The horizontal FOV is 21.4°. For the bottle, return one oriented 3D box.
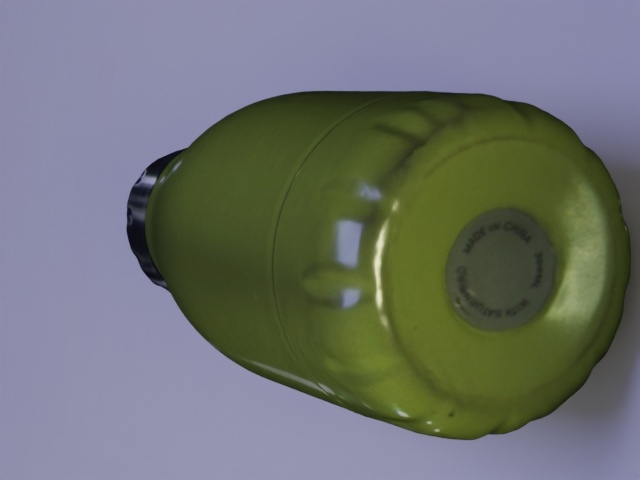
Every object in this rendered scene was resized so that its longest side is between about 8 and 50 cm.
[{"bbox_3d":[0.000,0.000,0.628,0.260,0.112,0.112,10,90,64],"label":"bottle"}]
